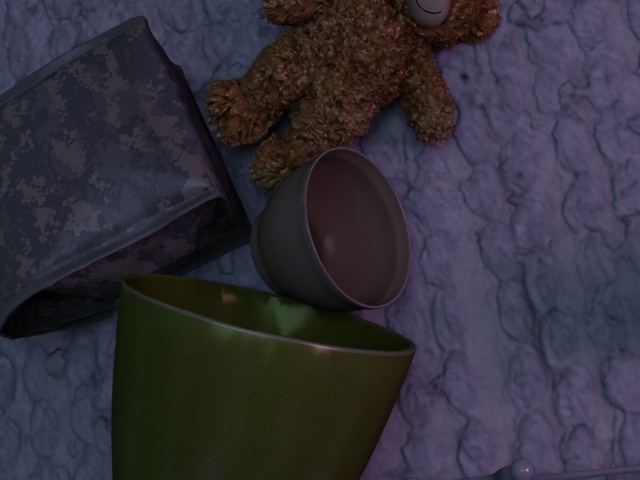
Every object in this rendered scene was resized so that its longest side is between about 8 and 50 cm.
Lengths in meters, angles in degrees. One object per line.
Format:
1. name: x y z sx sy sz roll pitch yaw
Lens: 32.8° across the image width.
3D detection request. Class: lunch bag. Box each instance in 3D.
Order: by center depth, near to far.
1. lunch bag: -0.249 -0.053 1.150 0.287 0.169 0.235 -27 70 2

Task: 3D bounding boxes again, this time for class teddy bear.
1. teddy bear: 0.032 -0.191 1.144 0.338 0.113 0.245 -24 72 8

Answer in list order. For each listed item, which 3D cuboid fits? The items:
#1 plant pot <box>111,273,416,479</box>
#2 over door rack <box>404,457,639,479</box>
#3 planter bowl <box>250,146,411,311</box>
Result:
1. plant pot: -0.079 0.205 1.002 0.275 0.275 0.293 14 93 18
2. over door rack: 0.238 0.309 0.949 0.324 0.108 0.239 -8 74 12
3. planter bowl: 0.000 0.000 1.087 0.109 0.162 0.162 -19 68 39
